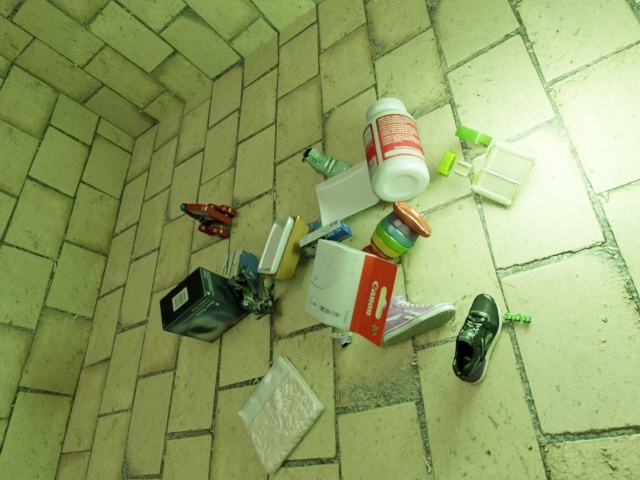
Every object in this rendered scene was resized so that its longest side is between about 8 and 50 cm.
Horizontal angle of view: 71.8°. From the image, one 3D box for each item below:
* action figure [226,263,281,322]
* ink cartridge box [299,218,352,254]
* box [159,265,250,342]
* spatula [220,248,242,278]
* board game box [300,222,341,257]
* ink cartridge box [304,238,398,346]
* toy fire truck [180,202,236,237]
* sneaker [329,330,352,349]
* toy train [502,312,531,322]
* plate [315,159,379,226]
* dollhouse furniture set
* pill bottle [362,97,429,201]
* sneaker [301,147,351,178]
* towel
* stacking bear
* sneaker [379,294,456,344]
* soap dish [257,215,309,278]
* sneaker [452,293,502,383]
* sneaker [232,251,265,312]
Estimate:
[{"bbox_3d":[-0.282,0.239,1.944,0.275,0.141,0.164,41,63,10],"label":"action figure"},{"bbox_3d":[0.021,-0.013,1.865,0.207,0.097,0.046,-27,53,24],"label":"ink cartridge box"},{"bbox_3d":[-0.541,0.314,2.091,0.296,0.294,0.183,-38,50,18],"label":"box"},{"bbox_3d":[-0.482,0.165,2.319,0.168,0.019,0.242,-9,61,36],"label":"spatula"},{"bbox_3d":[0.000,0.000,1.979,0.210,0.047,0.160,-1,67,41],"label":"board game box"},{"bbox_3d":[0.101,0.187,1.663,0.385,0.091,0.308,21,101,53],"label":"ink cartridge box"},{"bbox_3d":[-0.635,-0.143,2.452,0.302,0.254,0.170,9,73,43],"label":"toy fire truck"},{"bbox_3d":[0.075,0.390,1.706,0.098,0.038,0.069,-17,56,34],"label":"sneaker"},{"bbox_3d":[0.603,0.236,1.357,0.083,0.017,0.024,2,59,41],"label":"toy train"},{"bbox_3d":[0.120,-0.200,1.960,0.278,0.045,0.277,-26,45,17],"label":"plate"},{"bbox_3d":[0.610,-0.268,1.598,0.301,0.151,0.198,32,110,28],"label":"dollhouse furniture set"},{"bbox_3d":[0.296,-0.380,1.808,0.229,0.229,0.408,-24,53,29],"label":"pill bottle"},{"bbox_3d":[0.019,-0.369,2.093,0.255,0.151,0.094,19,78,43],"label":"sneaker"},{"bbox_3d":[-0.170,0.675,1.750,0.332,0.053,0.317,-53,45,5],"label":"towel"},{"bbox_3d":[0.260,0.005,1.683,0.289,0.175,0.164,-49,0,23],"label":"stacking bear"},{"bbox_3d":[0.321,0.240,1.539,0.282,0.102,0.161,-28,48,26],"label":"sneaker"},{"bbox_3d":[-0.167,0.039,2.001,0.229,0.118,0.291,-4,65,65],"label":"soap dish"},{"bbox_3d":[0.478,0.291,1.357,0.107,0.124,0.284,3,69,41],"label":"sneaker"},{"bbox_3d":[-0.350,0.182,2.107,0.129,0.147,0.330,-34,48,22],"label":"sneaker"}]
